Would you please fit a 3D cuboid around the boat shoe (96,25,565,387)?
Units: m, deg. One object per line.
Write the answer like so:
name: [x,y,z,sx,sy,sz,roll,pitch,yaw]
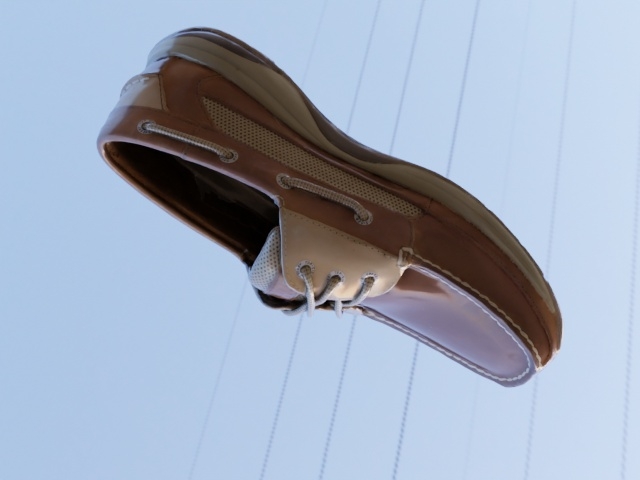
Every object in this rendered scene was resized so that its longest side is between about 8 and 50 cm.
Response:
boat shoe: [0.000,0.000,0.602,0.324,0.123,0.116,34,-124,6]
